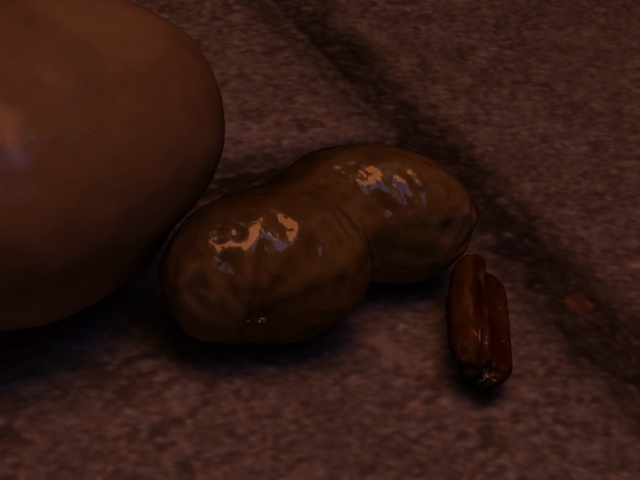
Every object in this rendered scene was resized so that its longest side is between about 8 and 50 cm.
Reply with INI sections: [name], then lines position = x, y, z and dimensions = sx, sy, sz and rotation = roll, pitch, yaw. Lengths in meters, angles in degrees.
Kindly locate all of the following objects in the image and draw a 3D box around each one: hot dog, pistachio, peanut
[hot dog]
position = 0.092, 0.048, 1.122
dimensions = 0.037, 0.049, 0.122
rotation = -27, 22, 15
[pistachio]
position = -0.173, -0.046, 1.085
dimensions = 0.187, 0.187, 0.299
rotation = 20, 31, 21
[peanut]
position = 0.000, 0.000, 1.133
dimensions = 0.229, 0.098, 0.103
rotation = -26, 85, -41
